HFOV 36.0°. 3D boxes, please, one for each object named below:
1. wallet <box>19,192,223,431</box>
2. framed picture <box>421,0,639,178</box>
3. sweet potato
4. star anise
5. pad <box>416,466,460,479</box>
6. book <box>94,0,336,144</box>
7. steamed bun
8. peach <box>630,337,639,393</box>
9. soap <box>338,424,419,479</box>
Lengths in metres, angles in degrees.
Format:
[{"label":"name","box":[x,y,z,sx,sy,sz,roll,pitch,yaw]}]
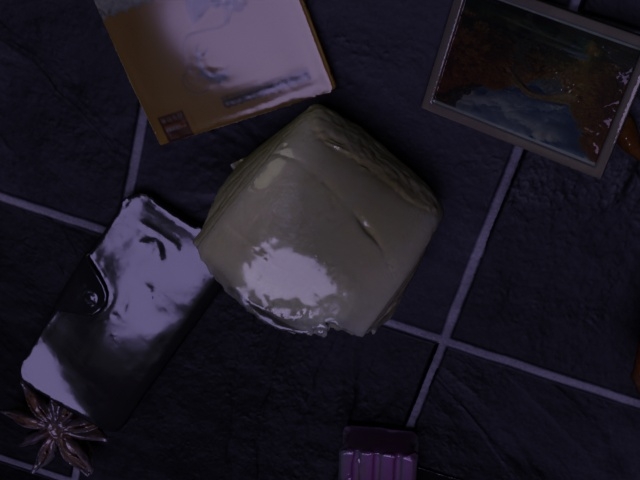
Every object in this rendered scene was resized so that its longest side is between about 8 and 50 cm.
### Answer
[{"label":"wallet","box":[-0.288,0.106,1.469,0.197,0.051,0.377,35,108,-8]},{"label":"framed picture","box":[0.260,-0.202,1.208,0.250,0.016,0.184,26,120,17]},{"label":"sweet potato","box":[0.356,-0.161,1.229,0.056,0.056,0.195,-32,111,23]},{"label":"star anise","box":[-0.414,0.296,1.598,0.183,0.065,0.195,-21,99,17]},{"label":"pad","box":[0.160,0.428,1.581,0.265,0.009,0.159,18,117,1]},{"label":"book","box":[-0.166,-0.333,1.256,0.269,0.032,0.388,-16,111,19]},{"label":"steamed bun","box":[0.000,0.000,1.258,0.290,0.272,0.273,29,117,-8]},{"label":"peach","box":[0.509,0.148,1.264,0.233,0.232,0.232,5,117,9]},{"label":"soap","box":[0.088,0.389,1.531,0.122,0.065,0.203,5,117,6]}]
